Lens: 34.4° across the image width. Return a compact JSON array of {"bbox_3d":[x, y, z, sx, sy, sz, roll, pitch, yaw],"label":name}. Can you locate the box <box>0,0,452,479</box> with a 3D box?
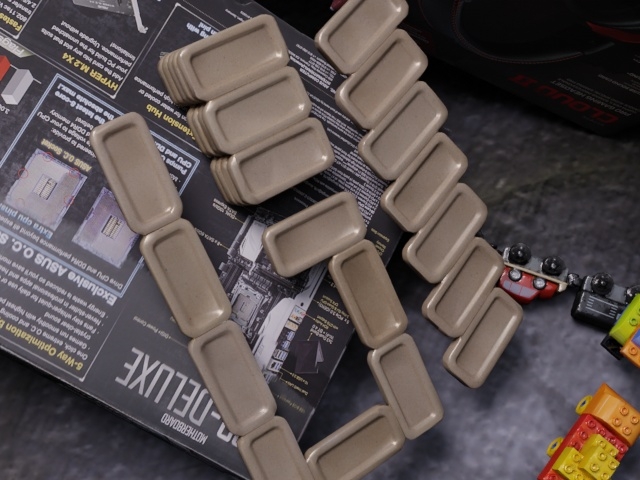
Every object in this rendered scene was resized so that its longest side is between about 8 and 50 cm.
[{"bbox_3d":[-0.107,-0.036,0.587,0.307,0.076,0.242,31,74,-14],"label":"box"}]

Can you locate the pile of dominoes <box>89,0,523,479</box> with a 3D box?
[{"bbox_3d":[0.000,0.000,0.574,0.196,0.040,0.251,-29,103,-23],"label":"pile of dominoes"}]

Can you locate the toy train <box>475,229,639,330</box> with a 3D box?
[{"bbox_3d":[0.128,0.023,0.653,0.158,0.027,0.036,20,83,6],"label":"toy train"}]

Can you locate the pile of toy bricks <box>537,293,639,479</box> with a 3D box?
[{"bbox_3d":[0.227,0.076,0.579,0.118,0.105,0.212,39,76,-4],"label":"pile of toy bricks"}]

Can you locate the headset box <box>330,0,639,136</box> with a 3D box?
[{"bbox_3d":[0.156,-0.170,0.574,0.218,0.293,0.110,21,73,-19],"label":"headset box"}]
